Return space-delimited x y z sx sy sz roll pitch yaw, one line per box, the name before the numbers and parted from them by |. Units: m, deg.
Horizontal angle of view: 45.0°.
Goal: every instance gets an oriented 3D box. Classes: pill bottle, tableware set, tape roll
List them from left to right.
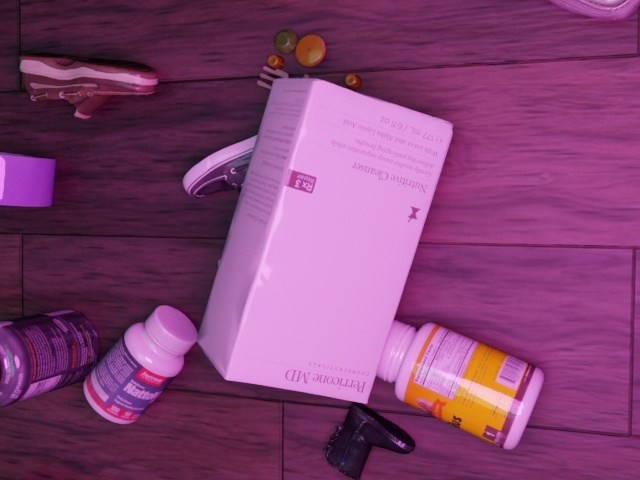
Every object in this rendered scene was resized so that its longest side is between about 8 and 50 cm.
tape roll | -0.532 -0.105 1.257 0.189 0.189 0.080 9 95 20
pill bottle | -0.472 0.186 1.215 0.130 0.246 0.130 1 92 20
pill bottle | -0.280 0.192 1.217 0.108 0.108 0.180 46 106 13
tableware set | -0.013 -0.251 1.148 0.154 0.024 0.104 25 97 19
pill bottle | 0.181 0.186 1.041 0.215 0.117 0.117 22 100 19

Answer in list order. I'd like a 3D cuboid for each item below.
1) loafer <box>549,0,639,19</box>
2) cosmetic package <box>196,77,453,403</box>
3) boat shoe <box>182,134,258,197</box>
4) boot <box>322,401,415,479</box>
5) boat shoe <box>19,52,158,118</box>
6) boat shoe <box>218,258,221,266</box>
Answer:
loafer | 0.274 -0.395 0.985 0.319 0.111 0.112 40 105 14
cosmetic package | 0.000 0.000 1.020 0.217 0.156 0.385 13 94 -25
boat shoe | -0.100 -0.104 1.157 0.228 0.080 0.076 -22 76 12
boot | 0.068 0.304 1.127 0.121 0.045 0.099 31 100 24
boat shoe | -0.372 -0.246 1.253 0.257 0.095 0.095 13 110 26
boat shoe | -0.091 0.052 1.143 0.113 0.105 0.306 34 103 16
